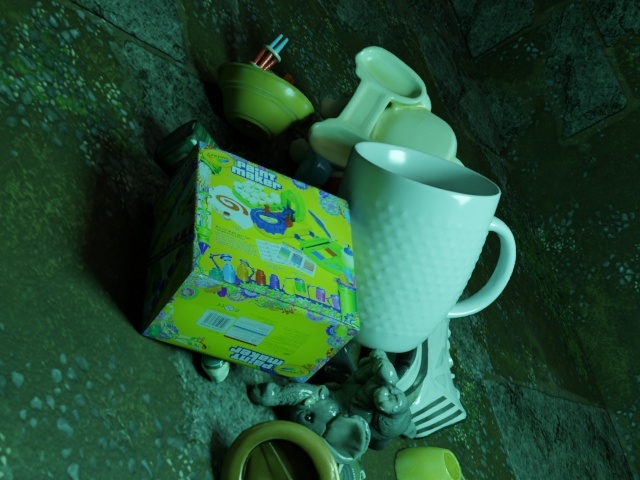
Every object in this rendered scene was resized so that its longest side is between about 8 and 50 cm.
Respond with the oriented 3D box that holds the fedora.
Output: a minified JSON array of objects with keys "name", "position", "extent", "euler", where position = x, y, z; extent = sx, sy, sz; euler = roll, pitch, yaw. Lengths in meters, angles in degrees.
[{"name":"fedora","position":[-0.063,0.372,1.484],"extent":[0.079,0.194,0.194],"euler":[119,-52,-76]}]

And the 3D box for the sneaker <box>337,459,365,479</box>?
[{"name":"sneaker","position":[0.035,0.427,1.667],"extent":[0.086,0.064,0.192],"euler":[53,23,-7]}]

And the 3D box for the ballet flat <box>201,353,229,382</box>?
[{"name":"ballet flat","position":[-0.169,0.158,1.589],"extent":[0.052,0.057,0.168],"euler":[79,10,-46]}]

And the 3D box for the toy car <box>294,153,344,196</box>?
[{"name":"toy car","position":[0.000,0.000,1.901],"extent":[0.219,0.210,0.238],"euler":[35,47,-26]}]

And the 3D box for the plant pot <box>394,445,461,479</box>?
[{"name":"plant pot","position":[0.225,0.469,1.951],"extent":[0.134,0.095,0.134],"euler":[42,32,-35]}]

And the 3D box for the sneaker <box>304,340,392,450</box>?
[{"name":"sneaker","position":[0.032,0.268,1.803],"extent":[0.286,0.109,0.130],"euler":[57,30,11]}]

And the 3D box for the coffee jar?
[{"name":"coffee jar","position":[-0.200,-0.122,1.741],"extent":[0.184,0.096,0.079],"euler":[46,28,-28]}]

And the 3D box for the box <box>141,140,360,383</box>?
[{"name":"box","position":[-0.110,0.036,1.554],"extent":[0.290,0.177,0.279],"euler":[21,43,-24]}]

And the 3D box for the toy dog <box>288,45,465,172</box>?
[{"name":"toy dog","position":[0.135,-0.180,2.138],"extent":[0.395,0.408,0.284],"euler":[22,71,-3]}]

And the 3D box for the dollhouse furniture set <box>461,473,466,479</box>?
[{"name":"dollhouse furniture set","position":[0.333,0.546,2.043],"extent":[0.144,0.123,0.151],"euler":[59,25,-7]}]

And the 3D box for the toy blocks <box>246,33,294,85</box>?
[{"name":"toy blocks","position":[-0.103,-0.360,2.102],"extent":[0.123,0.148,0.054],"euler":[46,-9,-31]}]

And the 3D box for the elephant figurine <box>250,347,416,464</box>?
[{"name":"elephant figurine","position":[0.026,0.297,1.678],"extent":[0.169,0.239,0.186],"euler":[81,-16,-75]}]

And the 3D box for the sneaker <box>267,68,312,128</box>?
[{"name":"sneaker","position":[-0.095,-0.331,2.199],"extent":[0.185,0.069,0.084],"euler":[45,12,-31]}]

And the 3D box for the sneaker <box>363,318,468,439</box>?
[{"name":"sneaker","position":[0.224,0.257,2.134],"extent":[0.257,0.169,0.447],"euler":[60,32,-24]}]

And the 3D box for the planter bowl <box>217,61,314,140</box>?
[{"name":"planter bowl","position":[-0.129,-0.264,1.971],"extent":[0.217,0.217,0.090],"euler":[37,70,-42]}]

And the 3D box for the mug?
[{"name":"mug","position":[0.186,0.029,1.773],"extent":[0.374,0.328,0.276],"euler":[9,19,-22]}]
